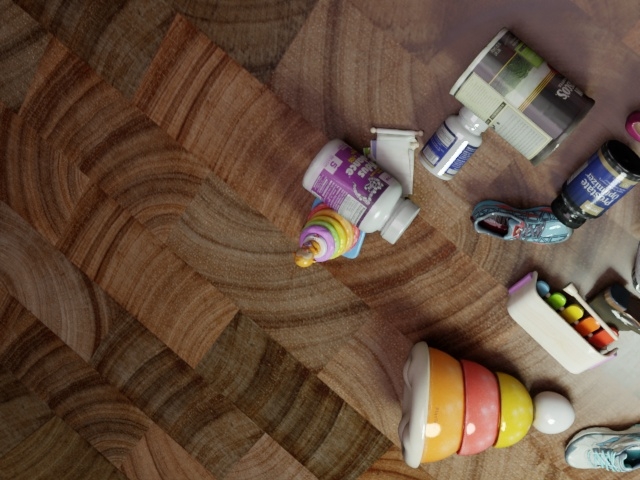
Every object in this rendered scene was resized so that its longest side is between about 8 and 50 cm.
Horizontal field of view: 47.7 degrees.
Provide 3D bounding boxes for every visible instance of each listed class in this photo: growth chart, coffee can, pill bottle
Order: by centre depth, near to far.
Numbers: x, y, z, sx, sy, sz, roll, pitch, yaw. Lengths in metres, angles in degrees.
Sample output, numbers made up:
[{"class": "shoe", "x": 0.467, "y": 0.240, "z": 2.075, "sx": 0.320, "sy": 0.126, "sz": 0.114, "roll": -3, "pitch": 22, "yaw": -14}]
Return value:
[{"class": "coffee can", "x": 0.476, "y": -0.341, "z": 1.723, "sx": 0.275, "sy": 0.201, "sz": 0.201, "roll": 41, "pitch": 120, "yaw": 4}, {"class": "pill bottle", "x": 0.669, "y": -0.130, "z": 1.760, "sx": 0.123, "sy": 0.123, "sz": 0.219, "roll": 40, "pitch": 133, "yaw": 4}, {"class": "pill bottle", "x": 0.349, "y": -0.258, "z": 1.861, "sx": 0.112, "sy": 0.112, "sz": 0.186, "roll": 40, "pitch": 119, "yaw": 4}, {"class": "pill bottle", "x": 0.114, "y": -0.128, "z": 1.957, "sx": 0.301, "sy": 0.169, "sz": 0.169, "roll": 37, "pitch": 120, "yaw": 7}, {"class": "growth chart", "x": 0.188, "y": -0.201, "z": 2.004, "sx": 0.172, "sy": 0.021, "sz": 0.237, "roll": 13, "pitch": 114, "yaw": 19}]

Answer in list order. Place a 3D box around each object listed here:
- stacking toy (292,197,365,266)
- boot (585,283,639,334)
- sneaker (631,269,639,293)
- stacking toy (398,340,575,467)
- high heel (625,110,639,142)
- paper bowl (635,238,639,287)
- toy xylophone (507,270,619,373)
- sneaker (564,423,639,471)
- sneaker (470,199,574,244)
[{"class": "stacking toy", "x": 0.000, "y": 0.000, "z": 2.001, "sx": 0.175, "sy": 0.302, "sz": 0.166, "roll": 22, "pitch": 117, "yaw": 15}, {"class": "boot", "x": 0.798, "y": 0.205, "z": 1.892, "sx": 0.219, "sy": 0.082, "sz": 0.106, "roll": 42, "pitch": 145, "yaw": -7}, {"class": "sneaker", "x": 0.884, "y": 0.154, "z": 1.807, "sx": 0.235, "sy": 0.095, "sz": 0.090, "roll": 29, "pitch": 117, "yaw": 8}, {"class": "stacking toy", "x": 0.469, "y": 0.481, "z": 2.034, "sx": 0.480, "sy": 0.350, "sz": 0.350, "roll": 6, "pitch": 113, "yaw": 3}, {"class": "high heel", "x": 0.815, "y": -0.218, "z": 1.676, "sx": 0.244, "sy": 0.117, "sz": 0.082, "roll": 42, "pitch": 120, "yaw": 3}, {"class": "paper bowl", "x": 0.889, "y": 0.065, "z": 1.690, "sx": 0.284, "sy": 0.284, "sz": 0.148, "roll": 5, "pitch": 152, "yaw": 21}, {"class": "toy xylophone", "x": 0.651, "y": 0.218, "z": 1.909, "sx": 0.322, "sy": 0.081, "sz": 0.236, "roll": 49, "pitch": 139, "yaw": -3}, {"class": "sneaker", "x": 0.807, "y": 0.581, "z": 1.991, "sx": 0.283, "sy": 0.122, "sz": 0.110, "roll": -23, "pitch": 99, "yaw": 29}, {"class": "sneaker", "x": 0.516, "y": -0.029, "z": 1.872, "sx": 0.262, "sy": 0.125, "sz": 0.104, "roll": 8, "pitch": 113, "yaw": 20}]
